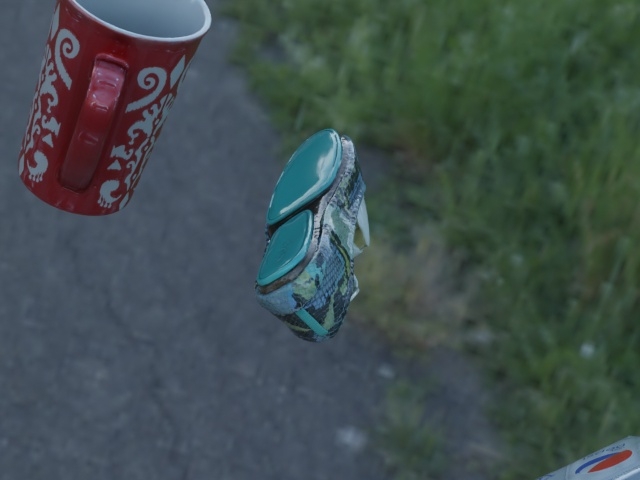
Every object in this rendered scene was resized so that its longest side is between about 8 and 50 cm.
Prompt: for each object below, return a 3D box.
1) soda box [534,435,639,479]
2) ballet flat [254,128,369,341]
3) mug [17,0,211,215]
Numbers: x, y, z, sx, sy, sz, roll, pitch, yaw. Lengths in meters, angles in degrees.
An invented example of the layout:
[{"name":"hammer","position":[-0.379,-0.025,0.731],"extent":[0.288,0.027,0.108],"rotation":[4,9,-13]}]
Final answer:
[{"name":"soda box","position":[0.229,0.275,1.131],"extent":[0.098,0.286,0.091],"rotation":[-21,4,-21]},{"name":"ballet flat","position":[0.000,0.000,1.070],"extent":[0.070,0.070,0.188],"rotation":[18,33,0]},{"name":"mug","position":[-0.170,-0.105,1.295],"extent":[0.113,0.169,0.150],"rotation":[34,35,15]}]
